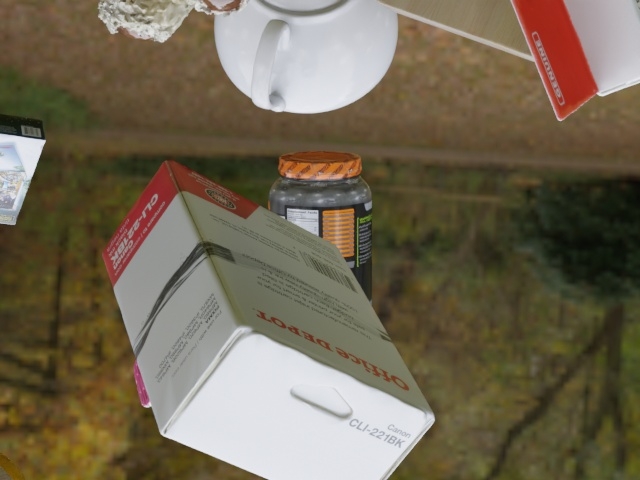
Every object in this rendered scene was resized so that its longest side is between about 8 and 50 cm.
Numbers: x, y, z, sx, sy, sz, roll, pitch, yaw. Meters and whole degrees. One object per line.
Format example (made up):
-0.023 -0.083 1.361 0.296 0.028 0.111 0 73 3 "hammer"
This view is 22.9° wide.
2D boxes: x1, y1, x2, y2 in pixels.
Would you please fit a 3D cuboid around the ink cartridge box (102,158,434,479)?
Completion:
-0.050 0.075 1.299 0.197 0.114 0.273 28 -163 -30 "ink cartridge box"

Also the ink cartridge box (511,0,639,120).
0.194 -0.249 1.248 0.060 0.275 0.239 -20 -174 26 "ink cartridge box"

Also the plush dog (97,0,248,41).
-0.197 -0.375 1.831 0.225 0.211 0.262 32 157 -31 "plush dog"

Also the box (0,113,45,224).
-0.496 -0.104 2.079 0.233 0.159 0.044 8 -137 -25 "box"

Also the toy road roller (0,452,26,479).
-0.483 0.288 1.609 0.329 0.241 0.202 -36 -178 32 "toy road roller"

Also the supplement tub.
0.000 0.000 1.761 0.117 0.190 0.117 0 -169 0 "supplement tub"

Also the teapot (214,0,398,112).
-0.021 -0.293 1.972 0.252 0.256 0.187 -24 148 -14 "teapot"

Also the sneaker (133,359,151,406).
-0.174 0.153 1.916 0.074 0.063 0.170 -7 155 -29 "sneaker"

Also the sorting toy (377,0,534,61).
0.227 -0.326 1.707 0.255 0.257 0.089 27 -179 38 "sorting toy"
